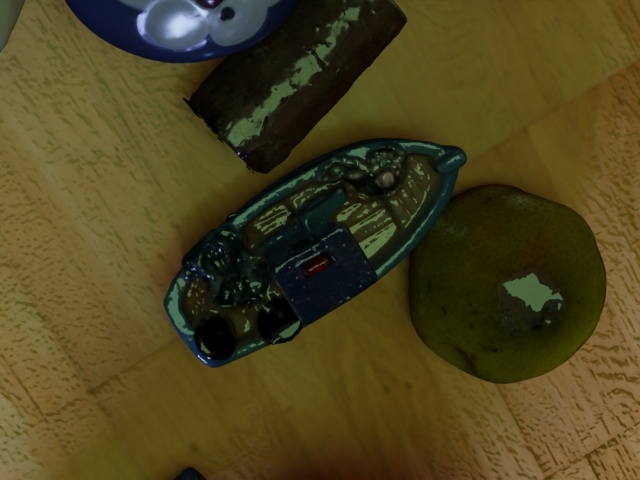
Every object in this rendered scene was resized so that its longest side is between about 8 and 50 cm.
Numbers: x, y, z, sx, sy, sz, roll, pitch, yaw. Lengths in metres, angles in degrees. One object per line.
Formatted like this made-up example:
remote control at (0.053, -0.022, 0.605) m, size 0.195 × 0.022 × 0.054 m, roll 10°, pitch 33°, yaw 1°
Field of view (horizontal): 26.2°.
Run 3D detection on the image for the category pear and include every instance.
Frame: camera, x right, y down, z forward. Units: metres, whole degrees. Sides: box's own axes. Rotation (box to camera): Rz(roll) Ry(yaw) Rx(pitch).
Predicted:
pear at (0.133, 0.032, 0.948) m, size 0.141 × 0.104 × 0.141 m, roll -3°, pitch 100°, yaw -16°

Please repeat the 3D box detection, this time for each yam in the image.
yam at (-0.016, -0.114, 0.889) m, size 0.079 × 0.079 × 0.141 m, roll 42°, pitch 91°, yaw -19°

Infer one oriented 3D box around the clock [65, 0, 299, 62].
clock at (-0.078, -0.227, 0.812) m, size 0.199 × 0.146 × 0.243 m, roll 0°, pitch 99°, yaw -8°

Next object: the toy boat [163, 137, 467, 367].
toy boat at (0.000, 0.000, 0.909) m, size 0.223 × 0.097 × 0.100 m, roll -34°, pitch 111°, yaw -3°

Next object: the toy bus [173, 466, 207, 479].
toy bus at (-0.128, 0.226, 0.957) m, size 0.153 × 0.051 × 0.061 m, roll -40°, pitch 96°, yaw -2°

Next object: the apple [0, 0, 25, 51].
apple at (-0.323, -0.174, 0.654) m, size 0.357 × 0.357 × 0.357 m, roll -3°, pitch 104°, yaw -13°
